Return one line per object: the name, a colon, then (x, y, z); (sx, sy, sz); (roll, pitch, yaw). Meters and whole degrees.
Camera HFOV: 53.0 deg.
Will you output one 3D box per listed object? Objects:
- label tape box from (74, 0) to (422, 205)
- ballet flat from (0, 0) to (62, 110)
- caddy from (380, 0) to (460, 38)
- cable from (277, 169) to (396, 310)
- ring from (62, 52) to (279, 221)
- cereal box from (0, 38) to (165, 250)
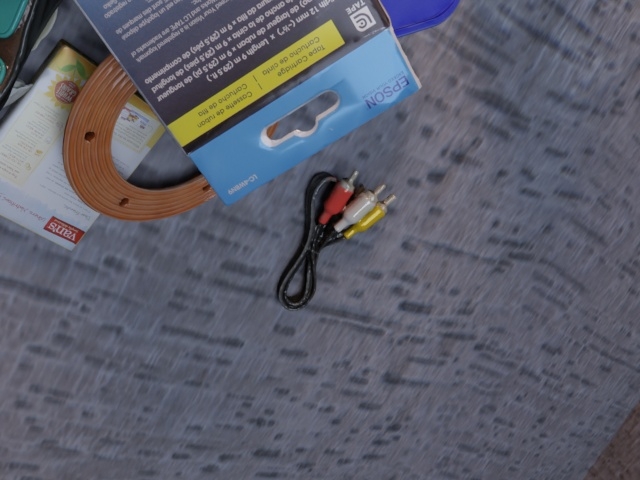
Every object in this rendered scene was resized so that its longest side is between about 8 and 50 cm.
label tape box: (-0.090, -0.248, 0.655); (0.249, 0.115, 0.347); (-30, 112, 11)
ballet flat: (-0.376, -0.224, 0.761); (0.280, 0.095, 0.096); (-56, 171, 1)
caddy: (0.031, -0.366, 0.835); (0.341, 0.179, 0.241); (-28, 114, -37)
cable: (0.000, 0.000, 1.110); (0.139, 0.072, 0.287); (30, 100, -31)
ring: (-0.187, -0.160, 0.870); (0.337, 0.032, 0.336); (-34, 153, -19)
cereal box: (-0.345, -0.122, 0.872); (0.240, 0.047, 0.173); (-50, 128, 5)
